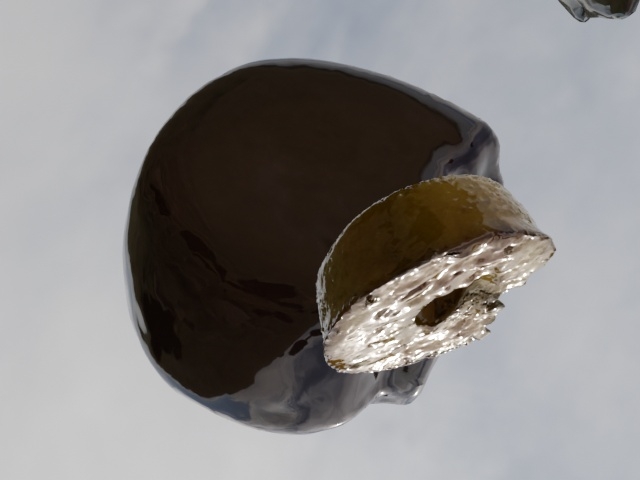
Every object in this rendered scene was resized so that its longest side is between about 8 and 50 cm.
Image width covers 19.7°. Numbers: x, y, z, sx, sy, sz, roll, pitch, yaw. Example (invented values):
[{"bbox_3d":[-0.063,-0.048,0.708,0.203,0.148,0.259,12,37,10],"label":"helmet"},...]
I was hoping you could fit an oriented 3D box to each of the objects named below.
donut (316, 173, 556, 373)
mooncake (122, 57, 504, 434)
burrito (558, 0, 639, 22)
[{"bbox_3d":[0.041,0.014,0.764,0.108,0.097,0.043,-52,-128,42],"label":"donut"},{"bbox_3d":[0.000,0.000,1.495,0.326,0.334,0.174,-116,-152,-44],"label":"mooncake"},{"bbox_3d":[0.031,-0.181,0.577,0.348,0.175,0.107,43,-51,34],"label":"burrito"}]
